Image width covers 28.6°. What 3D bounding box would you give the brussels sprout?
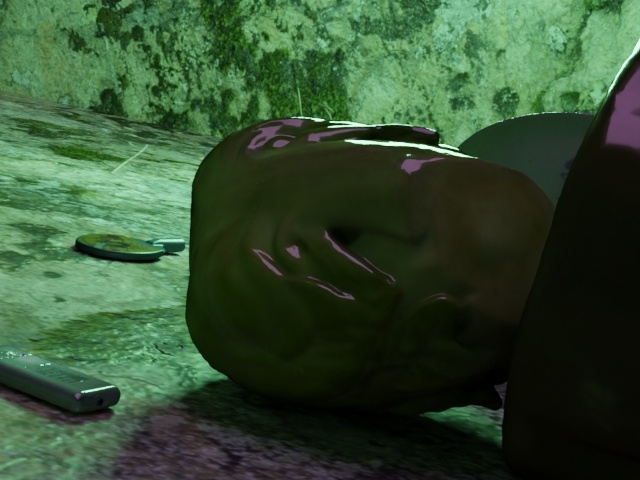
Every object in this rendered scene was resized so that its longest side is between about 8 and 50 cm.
[{"bbox_3d":[0.030,0.020,1.022,0.328,0.247,0.328,-6,-1,0],"label":"brussels sprout"}]

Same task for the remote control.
[{"bbox_3d":[-0.208,0.102,0.934,0.124,0.017,0.053,15,11,29],"label":"remote control"}]

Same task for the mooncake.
[{"bbox_3d":[0.284,0.027,0.911,0.201,0.378,0.378,19,10,19],"label":"mooncake"}]

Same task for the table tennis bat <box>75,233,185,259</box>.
[{"bbox_3d":[-0.230,0.007,1.547,0.100,0.019,0.155,17,13,42],"label":"table tennis bat"}]

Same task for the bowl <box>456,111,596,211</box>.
[{"bbox_3d":[0.264,0.041,1.299,0.346,0.345,0.157,13,52,16],"label":"bowl"}]
